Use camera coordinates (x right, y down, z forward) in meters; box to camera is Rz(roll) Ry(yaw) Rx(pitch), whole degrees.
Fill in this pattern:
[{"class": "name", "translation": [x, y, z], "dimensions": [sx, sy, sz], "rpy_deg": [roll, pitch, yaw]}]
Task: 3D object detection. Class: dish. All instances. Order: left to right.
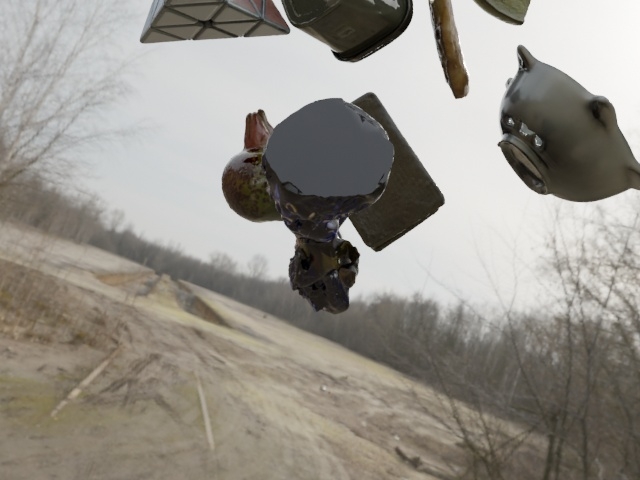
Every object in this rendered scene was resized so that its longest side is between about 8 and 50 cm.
[{"class": "dish", "translation": [0.281, -0.125, 0.759], "dimensions": [0.228, 0.086, 0.236], "rpy_deg": [50, 3, -27]}]

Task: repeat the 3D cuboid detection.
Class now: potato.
[{"class": "potato", "translation": [0.419, -0.702, 1.508], "dimensions": [0.255, 0.269, 0.112], "rpy_deg": [17, -1, -21]}]

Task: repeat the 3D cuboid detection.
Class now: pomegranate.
[{"class": "pomegranate", "translation": [-0.120, -0.161, 1.324], "dimensions": [0.214, 0.248, 0.214], "rpy_deg": [-10, 16, 3]}]

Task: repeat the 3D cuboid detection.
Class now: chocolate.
[{"class": "chocolate", "translation": [0.002, 0.001, 0.711], "dimensions": [0.148, 0.126, 0.343], "rpy_deg": [60, -17, 28]}]

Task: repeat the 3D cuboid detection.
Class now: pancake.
[{"class": "pancake", "translation": [0.295, -0.436, 1.379], "dimensions": [0.056, 0.212, 0.257], "rpy_deg": [-15, -7, 14]}]

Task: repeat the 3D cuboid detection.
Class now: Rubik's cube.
[{"class": "Rubik's cube", "translation": [-0.219, -0.481, 1.150], "dimensions": [0.229, 0.233, 0.228], "rpy_deg": [37, -26, 26]}]

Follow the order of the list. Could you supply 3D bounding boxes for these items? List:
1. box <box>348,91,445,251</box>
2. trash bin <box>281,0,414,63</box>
[{"class": "box", "translation": [0.104, -0.131, 1.228], "dimensions": [0.273, 0.184, 0.143], "rpy_deg": [57, 5, 5]}, {"class": "trash bin", "translation": [0.047, -0.528, 1.303], "dimensions": [0.219, 0.219, 0.250], "rpy_deg": [-26, -12, 30]}]
